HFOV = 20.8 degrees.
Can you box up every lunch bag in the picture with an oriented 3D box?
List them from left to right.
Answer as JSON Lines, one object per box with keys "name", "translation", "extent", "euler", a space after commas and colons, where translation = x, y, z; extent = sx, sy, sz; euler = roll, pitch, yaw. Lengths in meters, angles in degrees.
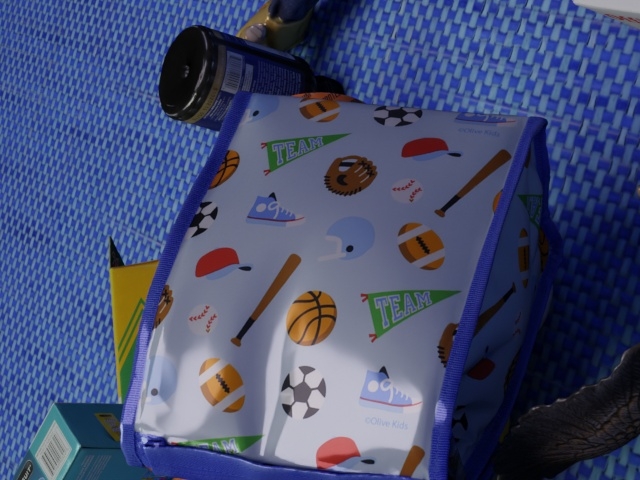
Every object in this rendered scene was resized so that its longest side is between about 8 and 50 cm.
{"name": "lunch bag", "translation": [0.024, 0.074, 1.615], "extent": [0.328, 0.239, 0.385], "euler": [4, 49, 22]}

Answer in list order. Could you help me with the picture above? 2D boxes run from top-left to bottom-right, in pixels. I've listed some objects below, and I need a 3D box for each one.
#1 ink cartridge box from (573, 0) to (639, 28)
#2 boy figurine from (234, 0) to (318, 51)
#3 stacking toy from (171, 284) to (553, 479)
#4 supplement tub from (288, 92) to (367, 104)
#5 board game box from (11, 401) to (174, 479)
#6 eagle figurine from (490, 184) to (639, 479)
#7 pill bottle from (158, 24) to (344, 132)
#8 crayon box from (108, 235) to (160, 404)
{"name": "ink cartridge box", "translation": [0.381, -0.202, 1.433], "extent": [0.207, 0.283, 0.117], "euler": [22, 96, 58]}
{"name": "boy figurine", "translation": [-0.061, -0.293, 2.301], "extent": [0.285, 0.092, 0.177], "euler": [-44, 4, 45]}
{"name": "stacking toy", "translation": [0.073, 0.191, 1.798], "extent": [0.480, 0.351, 0.351], "euler": [-57, 34, 0]}
{"name": "supplement tub", "translation": [0.000, 0.000, 2.026], "extent": [0.193, 0.194, 0.316], "euler": [-31, 54, 48]}
{"name": "board game box", "translation": [-0.219, 0.314, 2.098], "extent": [0.079, 0.336, 0.253], "euler": [52, 121, 37]}
{"name": "eagle figurine", "translation": [0.319, 0.142, 1.498], "extent": [0.226, 0.225, 0.298], "euler": [32, 94, 46]}
{"name": "pill bottle", "translation": [-0.083, -0.187, 2.203], "extent": [0.123, 0.219, 0.122], "euler": [-29, 54, 49]}
{"name": "crayon box", "translation": [-0.214, 0.168, 2.295], "extent": [0.202, 0.081, 0.318], "euler": [76, -176, -59]}
